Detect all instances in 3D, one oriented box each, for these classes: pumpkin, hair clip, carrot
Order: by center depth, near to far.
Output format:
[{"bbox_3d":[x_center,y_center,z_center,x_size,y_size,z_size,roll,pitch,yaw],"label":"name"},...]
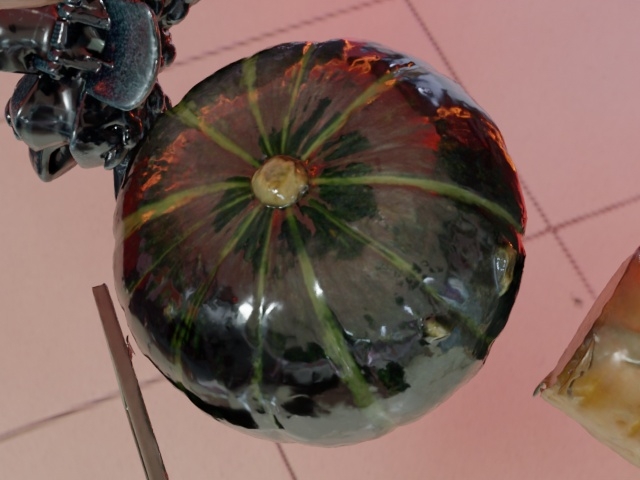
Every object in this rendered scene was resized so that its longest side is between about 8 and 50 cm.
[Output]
[{"bbox_3d":[0.000,0.000,1.081,0.323,0.241,0.323,-5,74,18],"label":"pumpkin"},{"bbox_3d":[-0.190,-0.184,1.293,0.194,0.206,0.310,18,101,20],"label":"hair clip"},{"bbox_3d":[0.401,0.152,1.334,0.340,0.224,0.224,31,61,7],"label":"carrot"}]

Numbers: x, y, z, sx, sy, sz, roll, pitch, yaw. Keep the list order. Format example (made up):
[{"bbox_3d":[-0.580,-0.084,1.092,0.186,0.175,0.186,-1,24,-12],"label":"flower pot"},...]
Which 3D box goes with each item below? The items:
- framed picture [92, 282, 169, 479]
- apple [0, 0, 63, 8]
[{"bbox_3d":[-0.139,0.200,1.195,0.019,0.209,0.281,-16,54,-10],"label":"framed picture"},{"bbox_3d":[-0.148,-0.256,0.670,0.269,0.345,0.345,36,62,9],"label":"apple"}]
